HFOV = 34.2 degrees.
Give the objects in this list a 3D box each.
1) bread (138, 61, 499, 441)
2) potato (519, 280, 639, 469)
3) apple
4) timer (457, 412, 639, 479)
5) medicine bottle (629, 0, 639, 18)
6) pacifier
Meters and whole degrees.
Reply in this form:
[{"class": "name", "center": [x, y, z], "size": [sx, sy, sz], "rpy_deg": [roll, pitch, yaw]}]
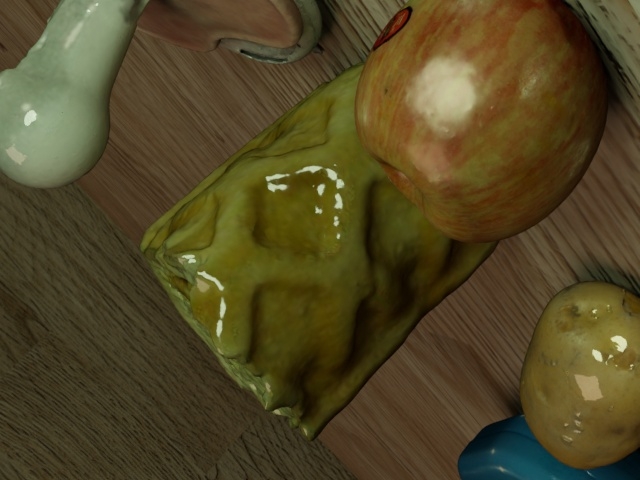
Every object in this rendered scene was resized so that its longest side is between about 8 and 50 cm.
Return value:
[{"class": "bread", "center": [0.002, 0.004, 0.795], "size": [0.196, 0.252, 0.238], "rpy_deg": [48, 166, -13]}, {"class": "potato", "center": [0.214, 0.106, 0.808], "size": [0.109, 0.118, 0.178], "rpy_deg": [6, 142, 4]}, {"class": "apple", "center": [0.089, -0.074, 0.598], "size": [0.146, 0.131, 0.146], "rpy_deg": [40, 170, 9]}, {"class": "timer", "center": [0.310, 0.314, 1.098], "size": [0.340, 0.115, 0.309], "rpy_deg": [42, 165, 5]}, {"class": "medicine bottle", "center": [0.237, -0.054, 0.434], "size": [0.201, 0.052, 0.171], "rpy_deg": [48, 163, -20]}, {"class": "pacifier", "center": [-0.153, -0.184, 0.768], "size": [0.332, 0.273, 0.220], "rpy_deg": [15, 132, 58]}]
